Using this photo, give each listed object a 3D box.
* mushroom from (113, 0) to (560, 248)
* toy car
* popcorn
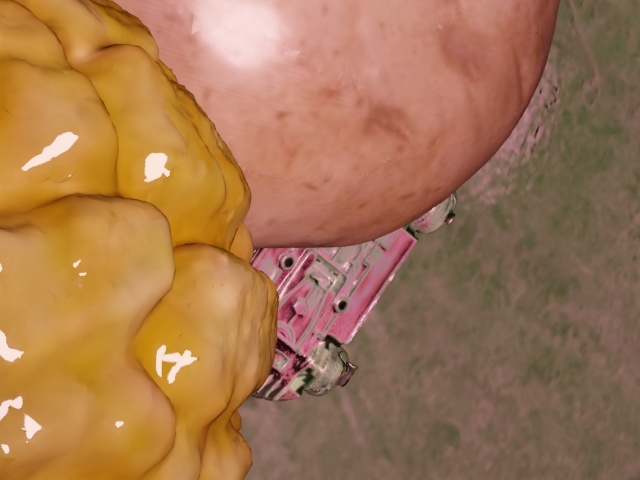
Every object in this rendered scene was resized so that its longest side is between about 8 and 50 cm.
[{"bbox_3d":[-0.038,-0.112,0.678,0.255,0.184,0.254,1,82,-5],"label":"mushroom"},{"bbox_3d":[0.000,0.000,0.823,0.069,0.055,0.142,39,82,-31],"label":"toy car"},{"bbox_3d":[-0.143,0.034,0.522,0.270,0.258,0.224,14,51,-27],"label":"popcorn"}]
